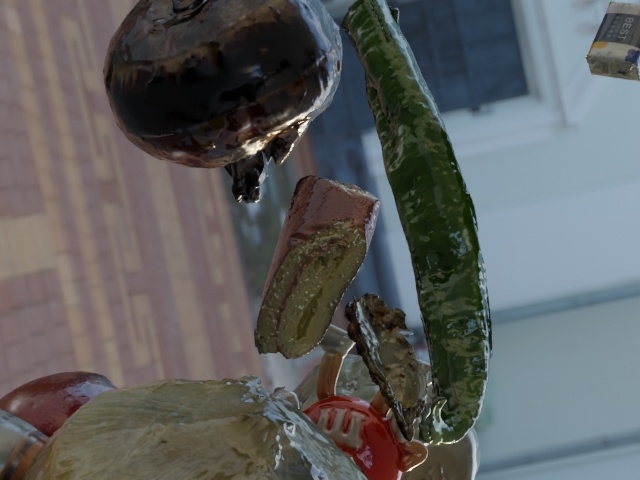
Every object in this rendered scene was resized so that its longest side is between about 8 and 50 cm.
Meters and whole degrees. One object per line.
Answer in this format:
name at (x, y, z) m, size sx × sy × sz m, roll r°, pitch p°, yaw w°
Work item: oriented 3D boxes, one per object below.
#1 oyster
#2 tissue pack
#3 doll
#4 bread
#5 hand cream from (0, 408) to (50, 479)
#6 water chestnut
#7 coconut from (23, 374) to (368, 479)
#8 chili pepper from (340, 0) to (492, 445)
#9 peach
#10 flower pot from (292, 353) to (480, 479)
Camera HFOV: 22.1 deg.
oyster at (0.055, 0.107, 1.445) m, size 0.086 × 0.029 × 0.132 m, roll 25°, pitch 47°, yaw -31°
tissue pack at (0.333, -0.219, 1.792) m, size 0.083 × 0.062 × 0.042 m, roll -62°, pitch 144°, yaw -24°
doll at (0.022, 0.206, 1.722) m, size 0.085 × 0.183 × 0.217 m, roll 2°, pitch 107°, yaw -70°
bread at (-0.001, 0.000, 1.428) m, size 0.119 × 0.067 × 0.192 m, roll -52°, pitch -163°, yaw 46°
hand cream at (-0.397, 0.184, 1.665) m, size 0.139 × 0.314 × 0.089 m, roll -38°, pitch 155°, yaw -61°
water chestnut at (-0.105, -0.183, 1.973) m, size 0.300 × 0.300 × 0.300 m, roll -12°, pitch 90°, yaw -86°
coconut at (-0.104, 0.299, 1.498) m, size 0.404 × 0.404 × 0.405 m, roll -12°, pitch 90°, yaw -86°
chili pepper at (0.075, -0.021, 1.203) m, size 0.085 × 0.076 × 0.359 m, roll 76°, pitch 2°, yaw -63°
peach at (-0.322, 0.311, 2.104) m, size 0.338 × 0.281 × 0.281 m, roll 71°, pitch 8°, yaw -79°
flower pot at (0.072, 0.254, 1.981) m, size 0.195 × 0.246 × 0.246 m, roll 29°, pitch -39°, yaw 50°
